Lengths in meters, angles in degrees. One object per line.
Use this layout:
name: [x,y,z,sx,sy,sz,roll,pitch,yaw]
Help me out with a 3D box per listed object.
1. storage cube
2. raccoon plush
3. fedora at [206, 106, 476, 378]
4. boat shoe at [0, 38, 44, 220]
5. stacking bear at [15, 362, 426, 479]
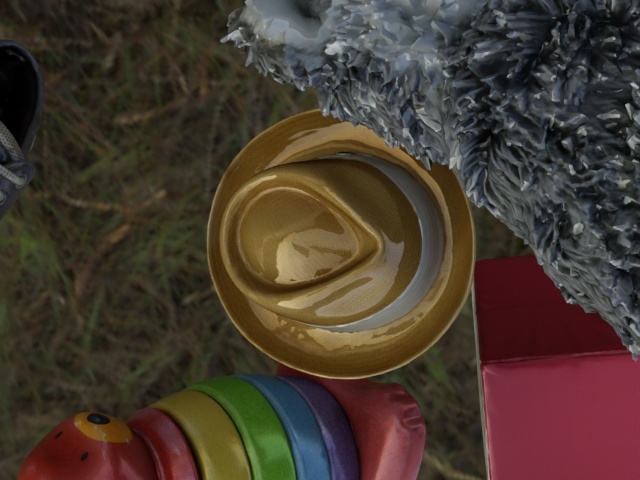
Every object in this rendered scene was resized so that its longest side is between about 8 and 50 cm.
storage cube: [0.240,0.129,1.316,0.193,0.184,0.215,-5,118,6]
raccoon plush: [0.106,0.000,0.733,0.299,0.446,0.216,-7,157,26]
fedora: [0.000,0.000,0.926,0.194,0.194,0.079,-52,160,15]
boat shoe: [-0.273,-0.050,0.992,0.130,0.355,0.132,-35,117,20]
stacking bear: [-0.092,0.178,1.100,0.289,0.175,0.164,-5,117,-36]
